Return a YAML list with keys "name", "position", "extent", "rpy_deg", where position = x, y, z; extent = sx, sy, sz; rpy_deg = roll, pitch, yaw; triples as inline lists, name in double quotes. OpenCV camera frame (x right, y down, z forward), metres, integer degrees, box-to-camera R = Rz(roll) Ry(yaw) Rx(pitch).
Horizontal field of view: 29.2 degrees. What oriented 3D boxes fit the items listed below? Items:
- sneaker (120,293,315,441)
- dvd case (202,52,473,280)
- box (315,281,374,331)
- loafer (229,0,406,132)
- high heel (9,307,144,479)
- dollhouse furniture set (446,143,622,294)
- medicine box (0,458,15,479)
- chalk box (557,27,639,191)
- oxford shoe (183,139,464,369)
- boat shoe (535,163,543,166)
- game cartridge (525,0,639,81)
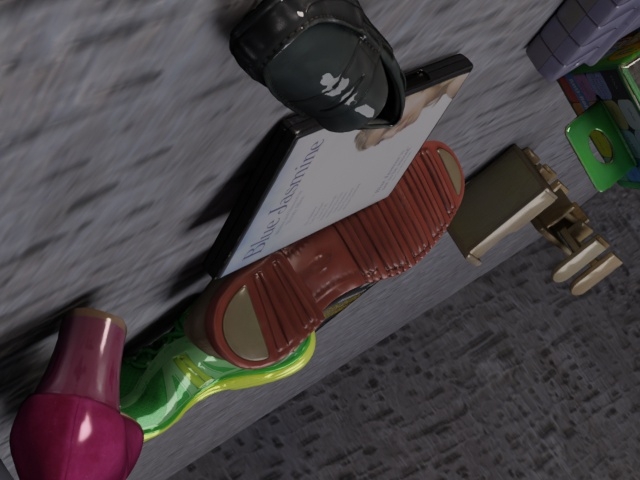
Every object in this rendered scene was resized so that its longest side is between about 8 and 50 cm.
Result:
- name: "sneaker"
  position: [-0.146, 0.119, 1.331]
  extent: [0.295, 0.109, 0.123]
  rpy_deg: [-23, 130, -21]
- name: "dvd case"
  position: [0.019, -0.068, 1.076]
  extent: [0.253, 0.022, 0.180]
  rpy_deg: [-26, 157, -45]
- name: "box"
  position: [-0.021, 0.089, 1.701]
  extent: [0.183, 0.056, 0.231]
  rpy_deg: [-41, 169, 24]
- name: "loafer"
  position: [0.010, -0.107, 0.755]
  extent: [0.076, 0.078, 0.223]
  rpy_deg: [-39, 170, 13]
- name: "high heel"
  position: [-0.235, 0.218, 1.120]
  extent: [0.377, 0.127, 0.181]
  rpy_deg: [103, -4, -59]
- name: "dollhouse furniture set"
  position: [0.316, -0.023, 1.926]
  extent: [0.161, 0.212, 0.242]
  rpy_deg: [-40, 144, 15]
- name: "medicine box"
  position: [-0.335, 0.329, 1.024]
  extent: [0.263, 0.289, 0.149]
  rpy_deg: [-43, 170, 36]
- name: "chalk box"
  position: [0.416, -0.172, 1.469]
  extent: [0.289, 0.180, 0.179]
  rpy_deg: [-33, -168, -8]
- name: "oxford shoe"
  position: [0.000, 0.000, 1.267]
  extent: [0.348, 0.123, 0.130]
  rpy_deg: [-33, -163, -26]
- name: "boat shoe"
  position: [0.358, -0.094, 2.188]
  extent: [0.042, 0.049, 0.133]
  rpy_deg: [-40, 179, -33]
- name: "game cartridge"
  position: [0.391, -0.301, 1.258]
  extent: [0.355, 0.068, 0.230]
  rpy_deg: [-31, 174, -26]
